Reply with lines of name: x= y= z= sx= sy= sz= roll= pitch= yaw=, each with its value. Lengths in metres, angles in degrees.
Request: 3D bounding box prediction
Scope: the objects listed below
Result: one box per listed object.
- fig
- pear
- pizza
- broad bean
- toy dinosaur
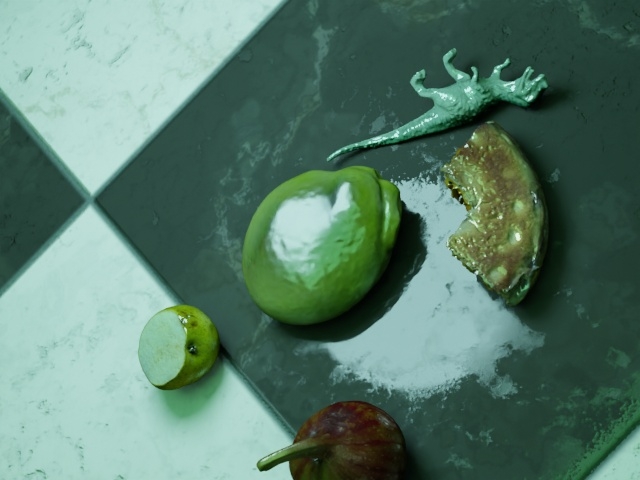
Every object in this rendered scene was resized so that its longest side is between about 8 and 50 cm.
fig: x=0.027 y=0.304 z=1.687 sx=0.175 sy=0.207 sz=0.175 roll=-10 pitch=63 yaw=20
pear: x=-0.220 y=0.175 z=1.921 sx=0.141 sy=0.104 sz=0.141 roll=-14 pitch=71 yaw=44
pizza: x=0.263 y=-0.044 z=1.800 sx=0.161 sy=0.085 sz=0.305 roll=-3 pitch=68 yaw=0
broad bean: x=0.000 y=0.000 z=1.884 sx=0.291 sy=0.119 sz=0.238 roll=-46 pitch=67 yaw=4
toy dinosaur: x=0.178 y=-0.237 z=1.927 sx=0.383 sy=0.076 sz=0.129 roll=-15 pitch=83 yaw=27
